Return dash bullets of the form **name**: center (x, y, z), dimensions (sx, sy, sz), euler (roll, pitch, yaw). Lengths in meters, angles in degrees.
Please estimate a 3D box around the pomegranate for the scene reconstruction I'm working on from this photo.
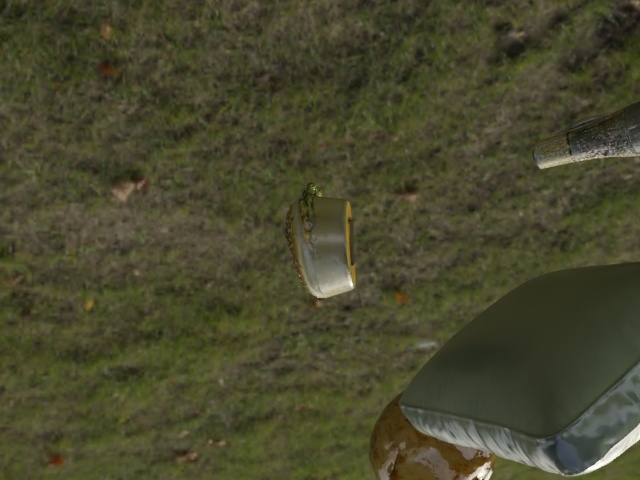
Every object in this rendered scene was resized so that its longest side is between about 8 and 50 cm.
- **pomegranate**: center (0.193, 0.340, 1.440), dimensions (0.215, 0.215, 0.215), euler (-7, 150, -4)

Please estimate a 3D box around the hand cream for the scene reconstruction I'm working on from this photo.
- **hand cream**: center (0.424, -0.154, 1.359), dimensions (0.203, 0.084, 0.084), euler (-13, 152, 31)

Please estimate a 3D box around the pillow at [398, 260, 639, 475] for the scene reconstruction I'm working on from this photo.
- **pillow**: center (0.228, 0.107, 0.821), dimensions (0.255, 0.119, 0.322), euler (-35, -174, -16)

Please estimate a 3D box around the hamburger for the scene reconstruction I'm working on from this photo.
- **hamburger**: center (0.000, 0.000, 1.078), dimensions (0.081, 0.126, 0.141), euler (-4, 108, 6)
